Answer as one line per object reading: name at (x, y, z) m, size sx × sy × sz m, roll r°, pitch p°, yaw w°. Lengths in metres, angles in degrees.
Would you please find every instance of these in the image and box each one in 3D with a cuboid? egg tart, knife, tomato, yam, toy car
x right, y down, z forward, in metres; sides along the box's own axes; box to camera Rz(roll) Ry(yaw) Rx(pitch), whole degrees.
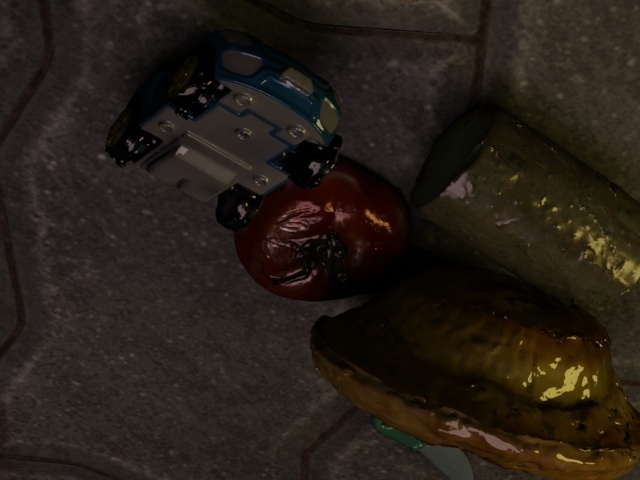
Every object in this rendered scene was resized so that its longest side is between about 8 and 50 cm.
egg tart at (0.200, 0.140, 1.867) m, size 0.443 × 0.443 × 0.178 m, roll 16°, pitch 101°, yaw -10°
knife at (0.164, 0.301, 2.266) m, size 0.063 × 0.034 × 0.260 m, roll -30°, pitch 133°, yaw 24°
tomato at (-0.002, 0.003, 1.916) m, size 0.228 × 0.101 × 0.228 m, roll 3°, pitch 134°, yaw 3°
yam at (0.241, -0.039, 1.796) m, size 0.268 × 0.161 × 0.161 m, roll 31°, pitch 132°, yaw -25°
toy car at (-0.096, -0.143, 1.716) m, size 0.198 × 0.166 × 0.314 m, roll 28°, pitch 150°, yaw -22°
